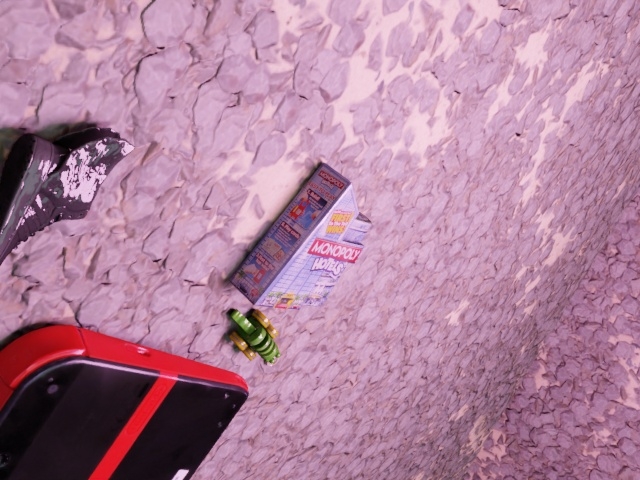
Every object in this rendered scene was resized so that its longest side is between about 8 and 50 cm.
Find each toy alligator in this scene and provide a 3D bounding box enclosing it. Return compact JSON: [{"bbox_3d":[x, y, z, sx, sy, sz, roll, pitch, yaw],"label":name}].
[{"bbox_3d":[-0.080,0.153,1.040,0.056,0.051,0.190,-44,147,-12],"label":"toy alligator"}]

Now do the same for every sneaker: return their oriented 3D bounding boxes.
[{"bbox_3d":[-0.245,-0.032,0.647,0.089,0.051,0.170,20,103,-52],"label":"sneaker"}]

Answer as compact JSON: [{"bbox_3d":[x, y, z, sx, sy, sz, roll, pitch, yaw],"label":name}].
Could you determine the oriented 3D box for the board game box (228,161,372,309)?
[{"bbox_3d":[0.000,0.000,0.980,0.194,0.060,0.194,13,112,-55],"label":"board game box"}]

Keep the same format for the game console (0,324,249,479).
[{"bbox_3d":[-0.300,0.288,0.861,0.387,0.060,0.342,-54,142,6],"label":"game console"}]
